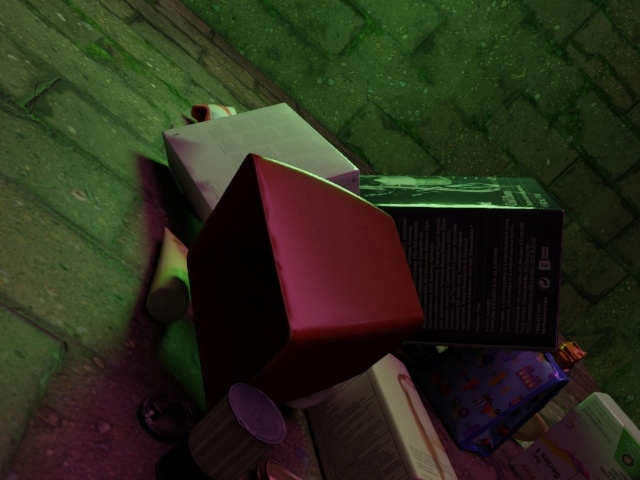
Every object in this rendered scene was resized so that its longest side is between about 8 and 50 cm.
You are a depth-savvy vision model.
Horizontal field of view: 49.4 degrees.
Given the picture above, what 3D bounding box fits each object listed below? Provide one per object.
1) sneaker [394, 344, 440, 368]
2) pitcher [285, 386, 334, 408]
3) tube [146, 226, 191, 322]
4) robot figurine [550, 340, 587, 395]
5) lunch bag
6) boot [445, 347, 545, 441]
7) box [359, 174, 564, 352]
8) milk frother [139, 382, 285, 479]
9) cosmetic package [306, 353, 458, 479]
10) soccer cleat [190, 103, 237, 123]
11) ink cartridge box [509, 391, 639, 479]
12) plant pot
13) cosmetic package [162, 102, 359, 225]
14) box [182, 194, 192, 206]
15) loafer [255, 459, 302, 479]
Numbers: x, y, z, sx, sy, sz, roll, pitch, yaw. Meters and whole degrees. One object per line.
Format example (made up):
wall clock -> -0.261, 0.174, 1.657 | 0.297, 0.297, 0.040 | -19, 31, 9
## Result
sneaker -> 0.251, 0.263, 1.719 | 0.215, 0.083, 0.084 | 33, 18, -38
pitcher -> -0.032, 0.163, 1.139 | 0.177, 0.125, 0.207 | -13, 41, -19
tube -> -0.232, 0.050, 1.118 | 0.062, 0.070, 0.240 | 0, 20, -5
robot figurine -> 0.506, 0.287, 1.687 | 0.085, 0.291, 0.211 | -15, 61, -27
lunch bag -> 0.399, 0.306, 1.585 | 0.138, 0.293, 0.221 | 29, 23, -43
boot -> 0.469, 0.398, 1.876 | 0.295, 0.104, 0.211 | 36, 18, -14
box -> 0.260, 0.024, 1.556 | 0.471, 0.297, 0.480 | 0, 12, 10
milk frother -> -0.132, 0.212, 0.812 | 0.143, 0.135, 0.129 | 44, 15, -2
cosmetic package -> 0.088, 0.311, 1.079 | 0.129, 0.153, 0.296 | 36, 19, -32
soccer cleat -> -0.254, -0.250, 1.775 | 0.116, 0.109, 0.318 | 9, 36, -27
ink cartridge box -> 0.616, 0.520, 1.617 | 0.117, 0.278, 0.201 | 20, 29, -49
plant pot -> -0.019, 0.074, 0.962 | 0.235, 0.267, 0.267 | 5, 56, -30
cosmetic package -> -0.130, -0.144, 1.386 | 0.284, 0.097, 0.377 | -15, 35, -19
box -> -0.213, -0.059, 1.489 | 0.162, 0.029, 0.116 | 41, 17, -8
loafer -> -0.023, 0.338, 0.914 | 0.148, 0.050, 0.056 | 44, 16, -3
